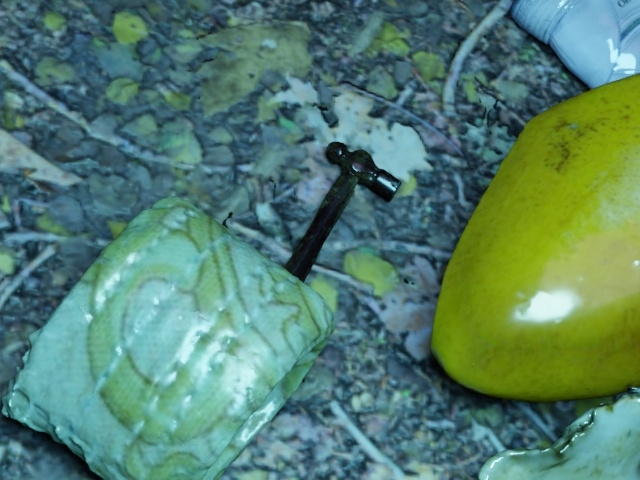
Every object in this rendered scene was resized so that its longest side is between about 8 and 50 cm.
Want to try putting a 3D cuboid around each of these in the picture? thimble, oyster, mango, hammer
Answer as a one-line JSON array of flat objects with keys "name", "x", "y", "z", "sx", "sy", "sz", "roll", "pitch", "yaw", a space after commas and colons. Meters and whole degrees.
[{"name": "thimble", "x": -0.098, "y": 0.077, "z": 1.002, "sx": 0.143, "sy": 0.137, "sz": 0.190, "roll": 39, "pitch": 67, "yaw": 8}, {"name": "oyster", "x": 0.277, "y": 0.162, "z": 1.085, "sx": 0.341, "sy": 0.110, "sz": 0.166, "roll": -25, "pitch": 65, "yaw": -25}, {"name": "mango", "x": 0.213, "y": -0.003, "z": 1.119, "sx": 0.350, "sy": 0.199, "sz": 0.201, "roll": -37, "pitch": 113, "yaw": -34}, {"name": "hammer", "x": 0.000, "y": 0.000, "z": 1.147, "sx": 0.065, "sy": 0.021, "sz": 0.178, "roll": 30, "pitch": 57, "yaw": 1}]

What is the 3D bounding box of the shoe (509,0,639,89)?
[{"name": "shoe", "x": 0.291, "y": -0.201, "z": 1.320, "sx": 0.245, "sy": 0.095, "sz": 0.138, "roll": -26, "pitch": 74, "yaw": -25}]
